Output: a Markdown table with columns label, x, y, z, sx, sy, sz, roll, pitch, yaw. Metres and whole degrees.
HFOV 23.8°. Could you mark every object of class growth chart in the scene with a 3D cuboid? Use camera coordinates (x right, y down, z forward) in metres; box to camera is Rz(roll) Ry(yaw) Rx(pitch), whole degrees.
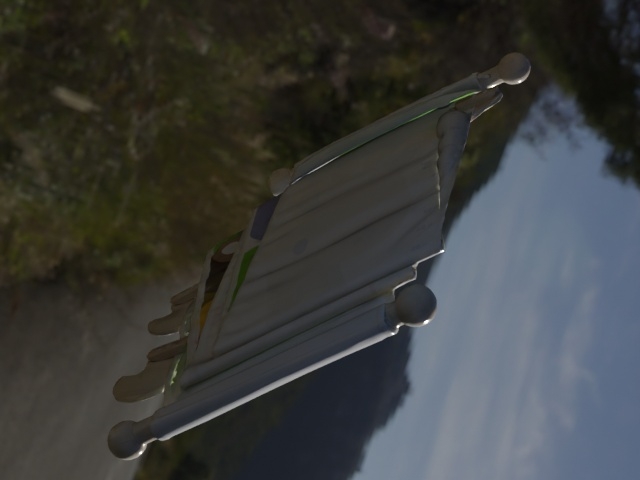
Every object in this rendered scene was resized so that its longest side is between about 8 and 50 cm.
| label | x | y | z | sx | sy | sz | roll | pitch | yaw |
| --- | --- | --- | --- | --- | --- | --- | --- | --- | --- |
| growth chart | 0.000 | 0.000 | 0.671 | 0.172 | 0.021 | 0.237 | -23 | -158 | 28 |
